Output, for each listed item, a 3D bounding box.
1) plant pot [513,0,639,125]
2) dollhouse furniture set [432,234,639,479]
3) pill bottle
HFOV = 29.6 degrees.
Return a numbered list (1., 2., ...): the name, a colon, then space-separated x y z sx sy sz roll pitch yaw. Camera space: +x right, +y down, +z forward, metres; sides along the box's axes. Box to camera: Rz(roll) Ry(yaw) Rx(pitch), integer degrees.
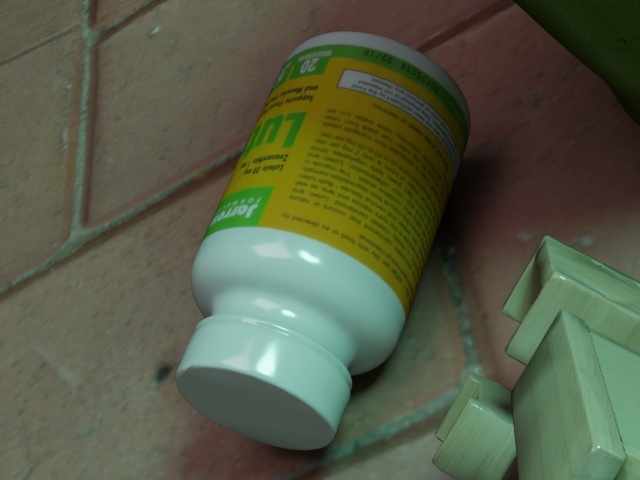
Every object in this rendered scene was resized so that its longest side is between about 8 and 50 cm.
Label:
1. plant pot: 0.209 -0.242 0.647 0.366 0.353 0.366 -23 42 23
2. dollhouse furniture set: 0.119 0.204 0.530 0.303 0.198 0.286 -62 1 17
3. pill bottle: 0.000 0.000 0.766 0.136 0.136 0.246 -4 52 37
